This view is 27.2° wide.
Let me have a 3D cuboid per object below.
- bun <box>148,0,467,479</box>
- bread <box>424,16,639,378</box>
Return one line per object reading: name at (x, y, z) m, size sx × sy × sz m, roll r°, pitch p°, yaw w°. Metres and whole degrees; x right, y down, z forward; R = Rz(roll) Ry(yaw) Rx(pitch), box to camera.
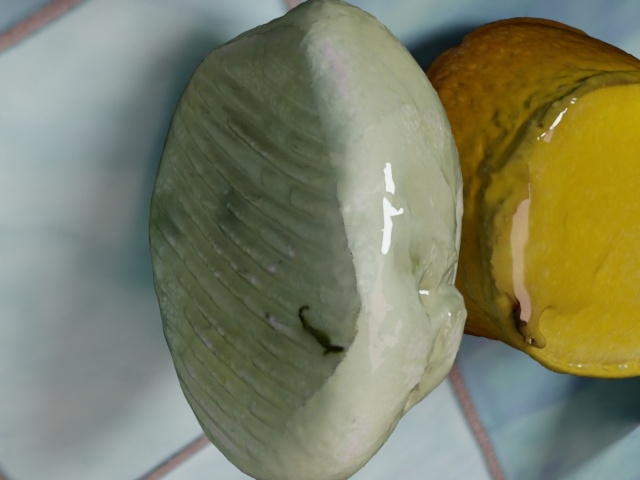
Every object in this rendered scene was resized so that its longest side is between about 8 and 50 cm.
bun at (0.000, 0.000, 0.662) m, size 0.116 × 0.210 × 0.237 m, roll 4°, pitch 101°, yaw -35°
bread at (0.148, -0.021, 0.781) m, size 0.270 × 0.143 × 0.195 m, roll 17°, pitch 99°, yaw -42°
